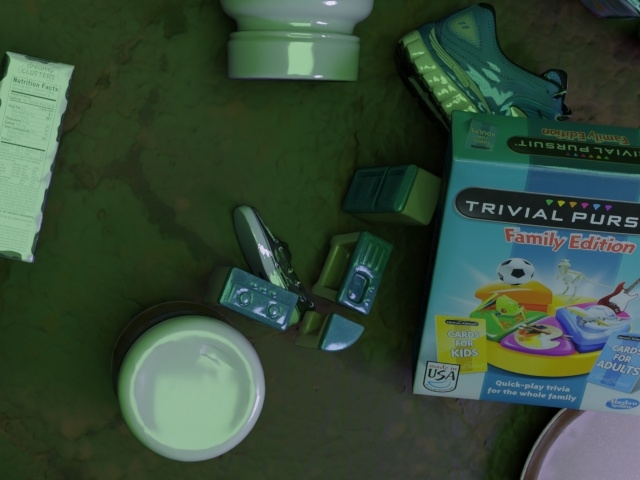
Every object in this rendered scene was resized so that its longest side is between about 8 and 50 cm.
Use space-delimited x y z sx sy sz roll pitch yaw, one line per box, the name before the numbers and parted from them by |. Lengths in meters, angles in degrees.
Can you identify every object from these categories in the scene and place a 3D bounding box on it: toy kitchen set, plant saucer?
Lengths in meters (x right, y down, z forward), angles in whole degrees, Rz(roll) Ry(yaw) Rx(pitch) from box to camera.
toy kitchen set | 0.000 0.000 1.675 0.166 0.122 0.207 26 78 -26
plant saucer | 0.363 0.298 1.833 0.311 0.050 0.310 -1 93 -10

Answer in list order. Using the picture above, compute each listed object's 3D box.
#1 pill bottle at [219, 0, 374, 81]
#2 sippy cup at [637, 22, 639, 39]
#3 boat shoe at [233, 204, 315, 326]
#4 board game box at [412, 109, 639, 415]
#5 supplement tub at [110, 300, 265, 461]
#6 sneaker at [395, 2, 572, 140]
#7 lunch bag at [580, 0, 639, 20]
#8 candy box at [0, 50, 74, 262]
pill bottle | -0.022 -0.305 1.666 0.161 0.161 0.283 1 94 -10
sippy cup | 0.509 -0.252 1.721 0.240 0.224 0.305 40 88 -5
boat shoe | -0.050 0.023 1.746 0.040 0.049 0.142 -28 101 -24
board game box | 0.237 0.032 1.660 0.254 0.079 0.336 5 133 -1
supplement tub | -0.139 0.137 1.656 0.144 0.200 0.144 -1 95 -10
sneaker | 0.225 -0.110 1.741 0.147 0.130 0.330 -35 99 -4
lunch bag | 0.300 -0.355 1.689 0.160 0.223 0.262 -8 97 -4
candy box | -0.302 -0.086 1.629 0.070 0.165 0.196 11 91 -12
